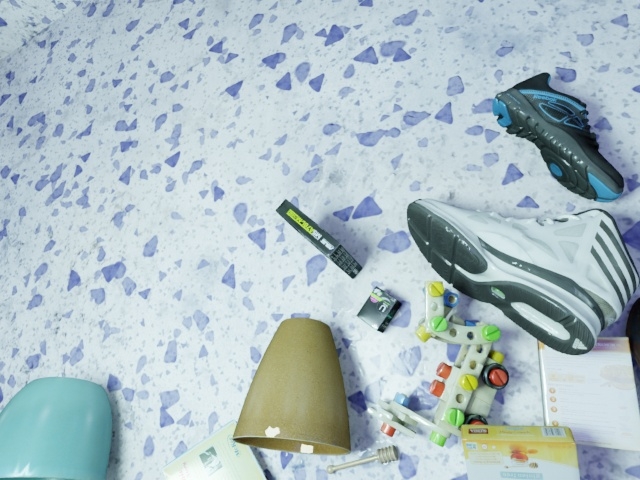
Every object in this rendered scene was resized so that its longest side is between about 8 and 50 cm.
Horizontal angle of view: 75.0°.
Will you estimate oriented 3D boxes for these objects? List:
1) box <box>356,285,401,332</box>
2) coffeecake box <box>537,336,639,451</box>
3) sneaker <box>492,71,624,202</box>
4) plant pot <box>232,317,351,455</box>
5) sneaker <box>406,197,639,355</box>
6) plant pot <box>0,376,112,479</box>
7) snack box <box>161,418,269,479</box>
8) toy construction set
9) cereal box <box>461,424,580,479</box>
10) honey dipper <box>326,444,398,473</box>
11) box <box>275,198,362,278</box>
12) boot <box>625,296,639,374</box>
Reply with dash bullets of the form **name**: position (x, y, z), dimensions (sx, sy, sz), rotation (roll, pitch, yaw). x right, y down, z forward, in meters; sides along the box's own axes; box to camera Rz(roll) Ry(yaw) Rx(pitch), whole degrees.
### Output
- **box**: position (0.134, 0.158, 0.950), dimensions (0.062, 0.052, 0.083), rotation (33, 88, 30)
- **coffeecake box**: position (0.481, 0.269, 0.757), dimensions (0.142, 0.068, 0.185), rotation (-3, 71, 23)
- **sneaker**: position (0.524, -0.231, 0.884), dimensions (0.139, 0.125, 0.341), rotation (-32, 65, 4)
- **plant pot**: position (-0.048, 0.305, 0.894), dimensions (0.237, 0.237, 0.254), rotation (-8, 56, 20)
- **sneaker**: position (0.405, 0.008, 0.862), dimensions (0.257, 0.169, 0.447), rotation (-34, 50, -18)
- **plant pot**: position (-0.673, 0.487, 1.051), dimensions (0.293, 0.293, 0.235), rotation (-17, 52, 17)
- **snack box**: position (-0.188, 0.582, 0.894), dimensions (0.187, 0.060, 0.322), rotation (-29, 60, -18)
- **toy construction set**: position (0.234, 0.261, 0.817), dimensions (0.215, 0.151, 0.328), rotation (27, 92, 3)
- **cereal box**: position (0.345, 0.433, 0.708), dimensions (0.173, 0.047, 0.240), rotation (-9, 99, 20)
- **honey dipper**: position (0.085, 0.467, 0.877), dimensions (0.160, 0.030, 0.030), rotation (-25, 64, 16)
- **box**: position (0.000, 0.000, 0.983), dimensions (0.045, 0.190, 0.184), rotation (-47, 62, -1)
- **boot**: position (0.607, 0.205, 0.735), dimensions (0.082, 0.106, 0.219), rotation (-24, 32, 46)
